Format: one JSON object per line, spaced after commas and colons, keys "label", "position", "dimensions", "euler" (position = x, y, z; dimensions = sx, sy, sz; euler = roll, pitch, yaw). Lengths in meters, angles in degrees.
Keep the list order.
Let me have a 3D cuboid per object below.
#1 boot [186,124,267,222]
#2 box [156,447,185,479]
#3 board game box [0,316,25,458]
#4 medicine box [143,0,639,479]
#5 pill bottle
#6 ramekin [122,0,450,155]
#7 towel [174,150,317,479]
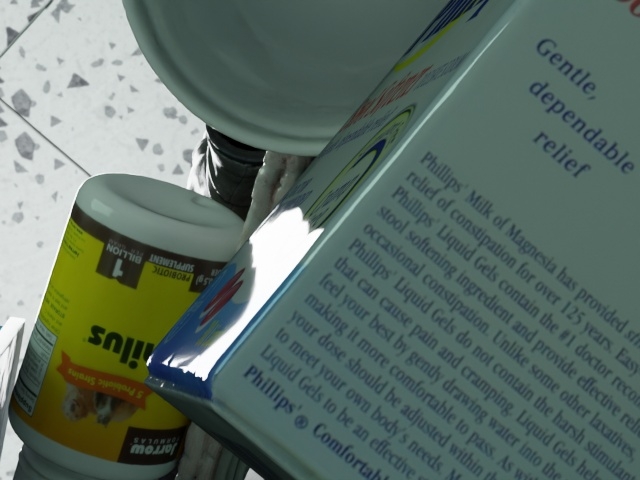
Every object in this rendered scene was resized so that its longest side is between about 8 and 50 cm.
{"label": "boot", "position": [-0.020, -0.106, 1.364], "dimensions": [0.338, 0.118, 0.222], "euler": [-77, 4, -46]}
{"label": "box", "position": [-0.115, 0.181, 1.335], "dimensions": [0.116, 0.029, 0.162], "euler": [-61, -3, -24]}
{"label": "board game box", "position": [-0.244, 0.250, 1.079], "dimensions": [0.390, 0.050, 0.390], "euler": [-143, 64, -84]}
{"label": "medicine box", "position": [0.084, -0.009, 0.737], "dimensions": [0.289, 0.149, 0.263], "euler": [-51, 6, -8]}
{"label": "pill bottle", "position": [-0.128, 0.073, 1.196], "dimensions": [0.117, 0.117, 0.215], "euler": [-73, 2, -76]}
{"label": "ramekin", "position": [0.003, -0.157, 1.010], "dimensions": [0.207, 0.207, 0.109], "euler": [-47, -1, 22]}
{"label": "towel", "position": [0.000, 0.000, 1.258], "dimensions": [0.317, 0.053, 0.331], "euler": [-59, -11, -54]}
